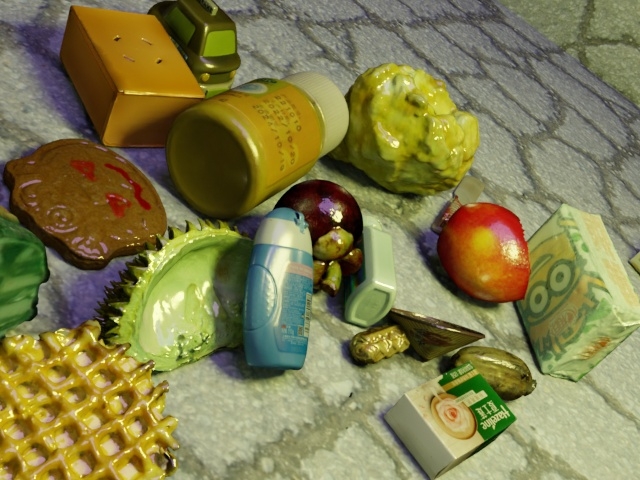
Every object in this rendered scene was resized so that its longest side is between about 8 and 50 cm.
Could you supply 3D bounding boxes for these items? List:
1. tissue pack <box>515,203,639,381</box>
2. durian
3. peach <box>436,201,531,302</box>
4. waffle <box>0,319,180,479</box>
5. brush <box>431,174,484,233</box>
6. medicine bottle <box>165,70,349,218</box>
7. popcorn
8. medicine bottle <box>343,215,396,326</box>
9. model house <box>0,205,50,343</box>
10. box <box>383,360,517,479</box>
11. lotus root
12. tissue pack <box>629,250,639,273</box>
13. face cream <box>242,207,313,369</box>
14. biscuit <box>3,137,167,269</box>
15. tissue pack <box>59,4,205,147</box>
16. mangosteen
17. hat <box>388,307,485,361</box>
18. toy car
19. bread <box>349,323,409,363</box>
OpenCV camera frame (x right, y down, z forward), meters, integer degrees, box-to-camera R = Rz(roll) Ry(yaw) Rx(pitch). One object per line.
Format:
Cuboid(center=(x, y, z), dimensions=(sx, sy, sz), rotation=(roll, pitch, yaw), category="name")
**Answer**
Cuboid(center=(0.531, 0.108, 1.631), dimensions=(0.128, 0.228, 0.311), rotation=(16, 40, -21), category="tissue pack")
Cuboid(center=(-0.182, 0.079, 1.224), dimensions=(0.394, 0.163, 0.198), rotation=(-4, 52, -46), category="durian")
Cuboid(center=(0.367, 0.028, 1.637), dimensions=(0.226, 0.190, 0.196), rotation=(39, 28, 21), category="peach")
Cuboid(center=(-0.327, 0.251, 0.965), dimensions=(0.329, 0.062, 0.329), rotation=(14, 50, -18), category="waffle")
Cuboid(center=(0.349, -0.096, 1.885), dimensions=(0.060, 0.050, 0.321), rotation=(33, 36, 7), category="brush")
Cuboid(center=(-0.111, -0.208, 1.534), dimensions=(0.224, 0.224, 0.384), rotation=(40, 38, 10), category="medicine bottle")
Cuboid(center=(0.184, -0.229, 1.728), dimensions=(0.334, 0.292, 0.293), rotation=(35, 28, -8), category="popcorn")
Cuboid(center=(0.092, 0.046, 1.475), dimensions=(0.083, 0.121, 0.229), rotation=(20, 38, -15), category="medicine bottle")
Cuboid(center=(-0.570, 0.003, 0.971), dimensions=(0.329, 0.252, 0.295), rotation=(36, 37, 16), category="model house")
Cuboid(center=(0.225, 0.305, 1.315), dimensions=(0.199, 0.081, 0.135), rotation=(-16, 57, -43), category="box")
Cuboid(center=(0.325, 0.247, 1.447), dimensions=(0.179, 0.089, 0.080), rotation=(20, -3, -9), category="lotus root")
Cuboid(center=(0.972, 0.086, 2.025), dimensions=(0.145, 0.159, 0.229), rotation=(-5, 50, -40), category="tissue pack")
Cuboid(center=(-0.066, 0.076, 1.248), dimensions=(0.149, 0.083, 0.264), rotation=(21, 70, -55), category="face cream")
Cuboid(center=(-0.402, -0.076, 1.327), dimensions=(0.273, 0.049, 0.257), rotation=(42, 38, 16), category="biscuit")
Cuboid(center=(-0.385, -0.329, 1.546), dimensions=(0.194, 0.145, 0.274), rotation=(-6, 52, -38), category="tissue pack")
Cuboid(center=(0.000, 0.000, 1.401), dimensions=(0.194, 0.194, 0.230), rotation=(-2, 46, -37), category="mangosteen")
Cuboid(center=(0.206, 0.188, 1.438), dimensions=(0.193, 0.082, 0.193), rotation=(14, -1, 0), category="hat")
Cuboid(center=(-0.282, -0.454, 1.714), dimensions=(0.204, 0.198, 0.248), rotation=(-19, 59, -45), category="toy car")
Cuboid(center=(0.100, 0.187, 1.376), dimensions=(0.110, 0.060, 0.066), rotation=(-13, 42, -40), category="bread")
